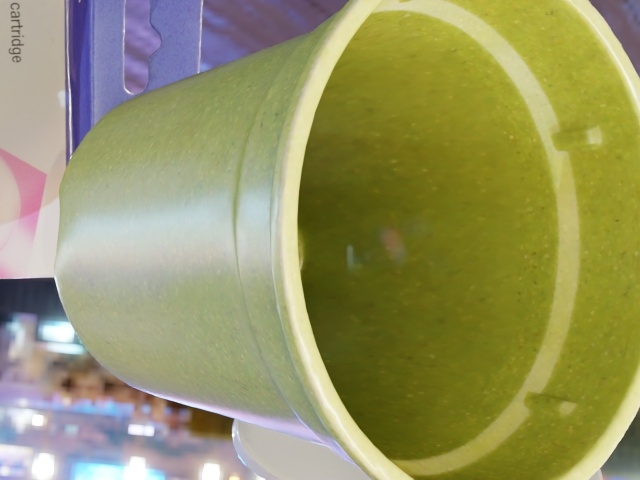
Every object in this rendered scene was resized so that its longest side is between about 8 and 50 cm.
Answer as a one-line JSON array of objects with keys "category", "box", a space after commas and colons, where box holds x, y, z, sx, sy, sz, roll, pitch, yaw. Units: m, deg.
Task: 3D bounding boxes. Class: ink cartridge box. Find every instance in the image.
[{"category": "ink cartridge box", "box": [-0.236, -0.108, 1.085, 0.330, 0.071, 0.324, -2, 132, -9]}]

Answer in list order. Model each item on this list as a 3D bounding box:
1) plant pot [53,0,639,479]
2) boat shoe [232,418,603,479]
[{"category": "plant pot", "box": [0.000, 0.000, 0.896, 0.276, 0.276, 0.254, 12, 170, -42]}, {"category": "boat shoe", "box": [0.071, 0.189, 1.387, 0.306, 0.113, 0.105, 7, 148, -15]}]
